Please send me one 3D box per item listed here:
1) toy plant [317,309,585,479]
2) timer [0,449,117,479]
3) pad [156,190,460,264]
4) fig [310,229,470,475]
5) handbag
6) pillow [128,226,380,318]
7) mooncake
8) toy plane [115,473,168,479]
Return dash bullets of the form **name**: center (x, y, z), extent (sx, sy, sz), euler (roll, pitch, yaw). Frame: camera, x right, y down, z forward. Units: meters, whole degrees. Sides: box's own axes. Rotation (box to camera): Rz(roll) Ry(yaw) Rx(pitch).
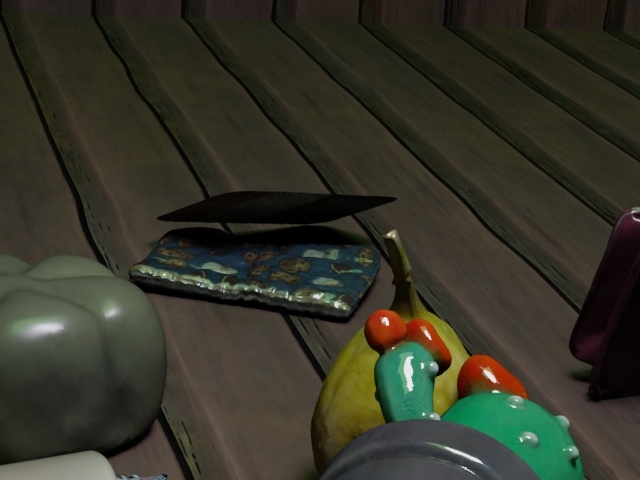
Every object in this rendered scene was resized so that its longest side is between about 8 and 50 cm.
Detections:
- **toy plant**: center (0.096, 0.208, 1.196), extent (0.279, 0.185, 0.400), euler (29, 22, 13)
- **timer**: center (-0.263, 0.216, 1.060), extent (0.266, 0.175, 0.175), euler (2, 19, -19)
- **pad**: center (0.003, -0.024, 1.916), extent (0.250, 0.055, 0.323), euler (1, 7, -38)
- **fig**: center (0.065, 0.103, 1.396), extent (0.159, 0.257, 0.159), euler (-5, 31, 3)
- **handbag**: center (0.359, 0.053, 1.675), extent (0.216, 0.203, 0.074), euler (-5, 42, -21)
- **pillow**: center (-0.067, 0.031, 1.907), extent (0.256, 0.034, 0.189), euler (7, 17, 9)
- **mooncake**: center (-0.269, 0.093, 1.516), extent (0.275, 0.135, 0.275), euler (2, 16, -1)
- **toy plane**: center (-0.152, 0.200, 1.380), extent (0.083, 0.031, 0.078), euler (11, 19, 15)
